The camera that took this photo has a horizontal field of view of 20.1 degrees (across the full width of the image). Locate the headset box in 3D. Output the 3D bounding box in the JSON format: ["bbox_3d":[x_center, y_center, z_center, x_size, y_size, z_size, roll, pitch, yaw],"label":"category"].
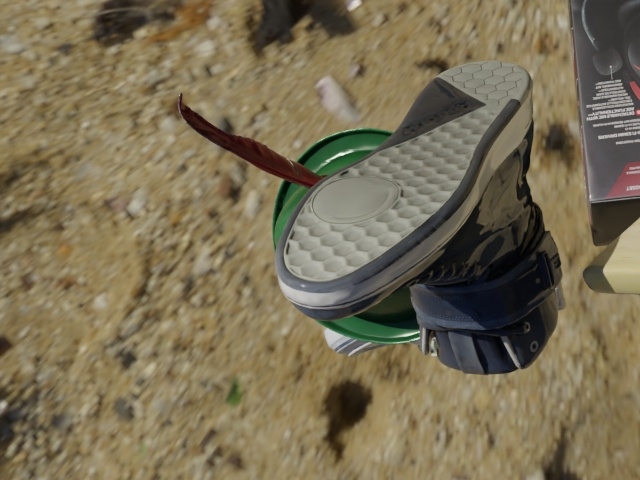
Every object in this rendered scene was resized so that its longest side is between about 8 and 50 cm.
[{"bbox_3d":[0.325,-0.128,1.527,0.218,0.110,0.293,-6,68,9],"label":"headset box"}]

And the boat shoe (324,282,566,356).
[{"bbox_3d":[0.118,0.072,1.670,0.226,0.083,0.076,-22,81,6],"label":"boat shoe"}]

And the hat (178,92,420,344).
[{"bbox_3d":[0.000,0.000,1.372,0.208,0.183,0.173,21,103,19],"label":"hat"}]

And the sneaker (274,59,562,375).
[{"bbox_3d":[0.060,0.023,0.964,0.086,0.226,0.163,11,124,30],"label":"sneaker"}]

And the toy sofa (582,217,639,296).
[{"bbox_3d":[0.314,0.107,0.972,0.177,0.150,0.363,-40,109,-26],"label":"toy sofa"}]
